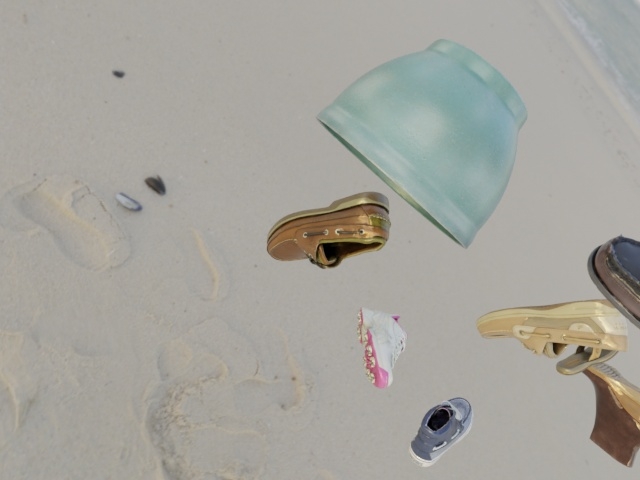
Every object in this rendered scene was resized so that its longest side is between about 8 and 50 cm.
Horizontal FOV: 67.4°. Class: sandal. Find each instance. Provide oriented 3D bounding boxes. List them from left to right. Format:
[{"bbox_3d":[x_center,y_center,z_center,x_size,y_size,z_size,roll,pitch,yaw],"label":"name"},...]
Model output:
[{"bbox_3d":[0.666,0.276,1.195,0.180,0.072,0.049,-24,100,-6],"label":"sandal"}]

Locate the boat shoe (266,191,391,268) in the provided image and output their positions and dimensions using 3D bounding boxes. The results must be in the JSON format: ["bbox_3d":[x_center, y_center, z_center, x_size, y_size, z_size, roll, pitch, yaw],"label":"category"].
[{"bbox_3d":[0.000,0.000,0.958,0.110,0.307,0.105,24,56,-40],"label":"boat shoe"}]

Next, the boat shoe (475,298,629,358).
[{"bbox_3d":[0.486,0.202,1.053,0.121,0.341,0.110,8,72,-29],"label":"boat shoe"}]

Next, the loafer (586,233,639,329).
[{"bbox_3d":[0.429,0.083,0.478,0.302,0.095,0.109,40,62,19],"label":"loafer"}]

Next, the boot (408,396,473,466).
[{"bbox_3d":[0.232,0.321,0.863,0.069,0.086,0.190,30,34,29],"label":"boot"}]

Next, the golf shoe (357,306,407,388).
[{"bbox_3d":[0.178,0.278,1.299,0.140,0.115,0.306,2,25,-3],"label":"golf shoe"}]

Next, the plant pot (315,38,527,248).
[{"bbox_3d":[0.165,-0.156,0.697,0.293,0.196,0.293,40,9,-8],"label":"plant pot"}]

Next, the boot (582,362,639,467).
[{"bbox_3d":[0.774,0.459,1.315,0.090,0.207,0.248,5,20,-30],"label":"boot"}]
